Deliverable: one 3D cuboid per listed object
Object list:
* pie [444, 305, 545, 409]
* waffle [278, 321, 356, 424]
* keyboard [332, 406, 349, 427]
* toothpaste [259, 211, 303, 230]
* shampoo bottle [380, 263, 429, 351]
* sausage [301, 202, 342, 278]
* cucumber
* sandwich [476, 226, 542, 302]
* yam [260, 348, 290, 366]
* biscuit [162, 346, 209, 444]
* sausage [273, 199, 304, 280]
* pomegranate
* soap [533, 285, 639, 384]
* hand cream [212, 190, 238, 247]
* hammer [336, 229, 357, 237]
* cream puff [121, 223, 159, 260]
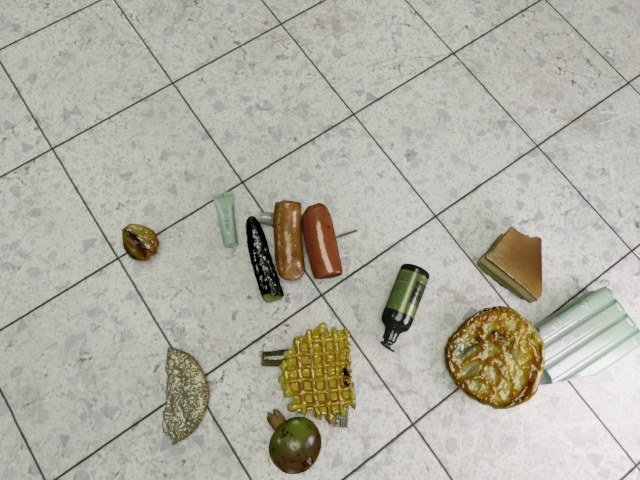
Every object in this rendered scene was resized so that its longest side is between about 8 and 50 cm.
[{"bbox_3d":[0.542,0.364,1.426,0.315,0.092,0.315,-7,70,20],"label":"pie"},{"bbox_3d":[0.010,0.409,1.395,0.283,0.065,0.309,39,95,0],"label":"waffle"},{"bbox_3d":[0.066,0.521,1.433,0.049,0.015,0.129,5,74,0],"label":"keyboard"},{"bbox_3d":[-0.115,-0.070,1.589,0.194,0.043,0.067,8,76,-6],"label":"toothpaste"},{"bbox_3d":[0.265,0.219,1.484,0.101,0.101,0.284,23,75,5],"label":"shampoo bottle"},{"bbox_3d":[0.000,0.000,1.529,0.113,0.113,0.259,-12,78,-5],"label":"sausage"},{"bbox_3d":[-0.199,0.060,1.528,0.072,0.081,0.303,-7,68,-35],"label":"cucumber"},{"bbox_3d":[0.679,0.076,1.534,0.220,0.108,0.186,42,78,12],"label":"sandwich"},{"bbox_3d":[-0.052,0.376,1.452,0.274,0.061,0.061,0,74,-1],"label":"yam"},{"bbox_3d":[-0.417,0.481,1.417,0.141,0.038,0.289,-1,75,-3],"label":"biscuit"},{"bbox_3d":[-0.107,0.000,1.519,0.109,0.109,0.270,-4,90,-3],"label":"sausage"},{"bbox_3d":[-0.090,0.591,1.349,0.159,0.159,0.205,-41,53,-12],"label":"pomegranate"},{"bbox_3d":[0.829,0.324,1.464,0.347,0.115,0.208,-29,75,-9],"label":"soap"},{"bbox_3d":[-0.327,-0.076,1.579,0.078,0.050,0.205,-12,70,-3],"label":"hand cream"},{"bbox_3d":[0.077,-0.018,1.592,0.110,0.019,0.035,-17,75,-12],"label":"hammer"},{"bbox_3d":[-0.601,0.002,1.513,0.104,0.119,0.133,-41,98,-37],"label":"cream puff"}]
